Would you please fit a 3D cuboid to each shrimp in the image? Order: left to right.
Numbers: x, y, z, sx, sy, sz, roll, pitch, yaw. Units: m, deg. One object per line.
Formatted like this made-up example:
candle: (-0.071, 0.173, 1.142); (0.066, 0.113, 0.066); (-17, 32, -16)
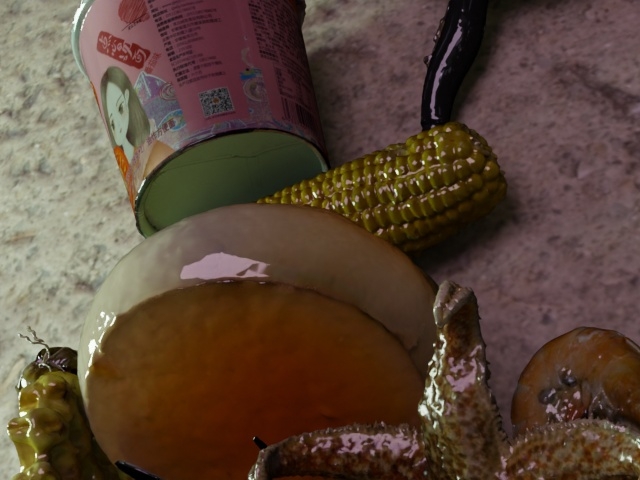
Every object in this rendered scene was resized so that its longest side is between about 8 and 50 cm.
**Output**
shrimp: (0.221, 0.144, 1.187); (0.132, 0.051, 0.187); (-53, 38, 5)

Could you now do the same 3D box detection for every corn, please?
corn: (0.000, 0.000, 1.380); (0.363, 0.120, 0.120); (-24, 48, 18)

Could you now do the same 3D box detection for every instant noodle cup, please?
instant noodle cup: (-0.105, -0.129, 1.477); (0.243, 0.243, 0.231); (-27, 55, 13)

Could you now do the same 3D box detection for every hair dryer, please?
hair dryer: (0.101, -0.195, 1.492); (0.303, 0.120, 0.360); (2, 67, 44)

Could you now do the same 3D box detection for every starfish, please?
starfish: (0.099, 0.171, 1.075); (0.303, 0.312, 0.113); (10, 41, 18)

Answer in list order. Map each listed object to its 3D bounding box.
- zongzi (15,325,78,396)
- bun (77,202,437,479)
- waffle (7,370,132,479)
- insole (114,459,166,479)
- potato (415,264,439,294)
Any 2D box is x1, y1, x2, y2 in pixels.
zongzi: (-0.235, 0.198, 1.339); (0.084, 0.187, 0.184); (14, 67, 26)
bun: (-0.038, 0.089, 1.203); (0.299, 0.299, 0.165); (-18, 31, 21)
waffle: (-0.183, 0.230, 1.236); (0.056, 0.253, 0.249); (-13, 78, 12)
insole: (-0.009, 0.234, 1.141); (0.322, 0.109, 0.007); (24, 73, 6)
potato: (0.018, 0.084, 1.321); (0.200, 0.081, 0.164); (-20, 89, 15)
